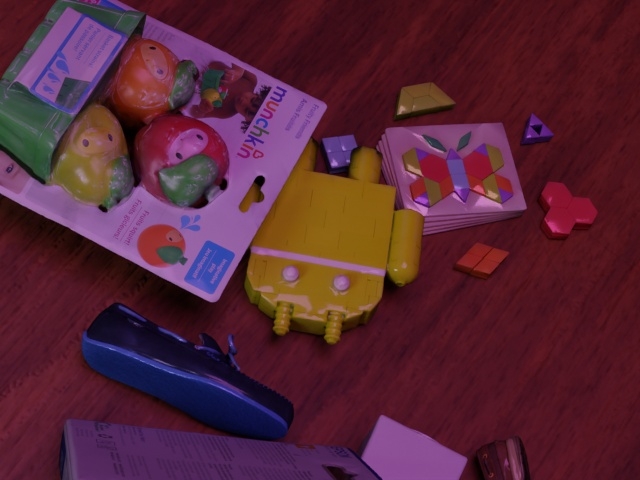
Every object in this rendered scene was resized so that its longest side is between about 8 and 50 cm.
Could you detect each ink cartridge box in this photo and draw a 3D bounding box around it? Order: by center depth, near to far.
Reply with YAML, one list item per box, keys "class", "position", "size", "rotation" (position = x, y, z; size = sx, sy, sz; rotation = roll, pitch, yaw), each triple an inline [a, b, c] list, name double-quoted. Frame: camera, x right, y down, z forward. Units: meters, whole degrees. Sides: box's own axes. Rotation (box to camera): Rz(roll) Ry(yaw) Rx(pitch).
- class: "ink cartridge box"
  position: [-0.102, 0.259, 1.693]
  size: [0.330, 0.324, 0.071]
  rotation: [8, 93, -10]

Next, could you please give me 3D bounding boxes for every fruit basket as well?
- class: "fruit basket"
  position: [-0.209, -0.133, 1.945]
  size: [0.353, 0.165, 0.327]
  rotation: [25, 58, 7]

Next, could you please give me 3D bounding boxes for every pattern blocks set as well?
- class: "pattern blocks set"
  position: [0.174, -0.083, 2.116]
  size: [0.325, 0.026, 0.285]
  rotation: [-19, 68, -23]

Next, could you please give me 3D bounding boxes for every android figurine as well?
- class: "android figurine"
  position: [0.000, 0.000, 1.994]
  size: [0.248, 0.056, 0.272]
  rotation: [12, 61, -2]

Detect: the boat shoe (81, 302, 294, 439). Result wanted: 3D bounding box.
- class: "boat shoe"
  position: [-0.142, 0.138, 1.863]
  size: [0.258, 0.109, 0.089]
  rotation: [27, 53, -1]

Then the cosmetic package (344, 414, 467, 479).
- class: "cosmetic package"
  position: [0.065, 0.326, 1.831]
  size: [0.117, 0.085, 0.231]
  rotation: [29, 57, 1]

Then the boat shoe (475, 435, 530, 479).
- class: "boat shoe"
  position: [0.216, 0.316, 1.896]
  size: [0.060, 0.064, 0.178]
  rotation: [-11, 60, 13]
